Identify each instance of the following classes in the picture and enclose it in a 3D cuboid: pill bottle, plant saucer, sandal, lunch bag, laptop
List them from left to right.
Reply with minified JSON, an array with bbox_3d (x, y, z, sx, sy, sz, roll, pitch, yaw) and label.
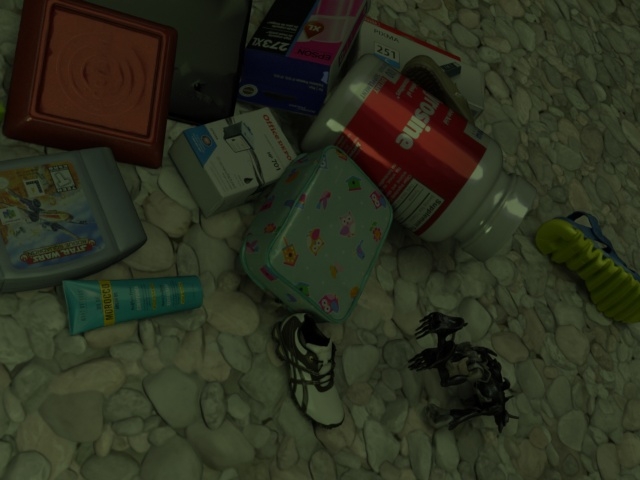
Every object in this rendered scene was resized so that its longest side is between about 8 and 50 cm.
[{"bbox_3d":[-0.362,-0.269,1.326,0.259,0.048,0.258,11,78,-27],"label":"plant saucer"},{"bbox_3d":[-0.344,-0.437,1.501,0.382,0.236,0.408,11,32,-29],"label":"laptop"},{"bbox_3d":[0.000,0.000,1.390,0.224,0.108,0.279,44,60,-30],"label":"lunch bag"},{"bbox_3d":[0.186,-0.145,1.515,0.408,0.229,0.229,35,51,-3],"label":"pill bottle"},{"bbox_3d":[0.624,0.047,1.798,0.317,0.126,0.138,47,46,-4],"label":"sandal"}]

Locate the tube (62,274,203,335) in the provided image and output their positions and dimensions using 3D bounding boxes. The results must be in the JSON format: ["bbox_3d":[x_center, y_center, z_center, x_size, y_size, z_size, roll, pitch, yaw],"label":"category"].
[{"bbox_3d":[-0.283,0.089,1.234,0.207,0.052,0.080,-6,80,-32],"label":"tube"}]

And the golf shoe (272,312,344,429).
[{"bbox_3d":[-0.009,0.209,1.315,0.077,0.094,0.198,-22,80,-40],"label":"golf shoe"}]

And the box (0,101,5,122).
[{"bbox_3d":[-0.578,-0.205,1.206,0.178,0.042,0.109,-26,80,-40],"label":"box"}]

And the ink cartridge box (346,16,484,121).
[{"bbox_3d":[0.203,-0.395,1.751,0.296,0.066,0.261,19,46,-17],"label":"ink cartridge box"}]

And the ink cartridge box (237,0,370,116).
[{"bbox_3d":[-0.032,-0.398,1.604,0.176,0.069,0.371,14,54,11],"label":"ink cartridge box"}]

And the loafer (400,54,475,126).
[{"bbox_3d":[0.249,-0.265,1.623,0.268,0.102,0.092,56,35,-34],"label":"loafer"}]

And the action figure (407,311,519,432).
[{"bbox_3d":[0.248,0.243,1.439,0.275,0.141,0.164,48,35,-37],"label":"action figure"}]

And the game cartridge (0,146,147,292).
[{"bbox_3d":[-0.416,-0.029,1.209,0.297,0.062,0.198,-16,70,-38],"label":"game cartridge"}]

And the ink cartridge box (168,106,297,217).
[{"bbox_3d":[-0.146,-0.140,1.425,0.191,0.082,0.139,-25,80,-38],"label":"ink cartridge box"}]
